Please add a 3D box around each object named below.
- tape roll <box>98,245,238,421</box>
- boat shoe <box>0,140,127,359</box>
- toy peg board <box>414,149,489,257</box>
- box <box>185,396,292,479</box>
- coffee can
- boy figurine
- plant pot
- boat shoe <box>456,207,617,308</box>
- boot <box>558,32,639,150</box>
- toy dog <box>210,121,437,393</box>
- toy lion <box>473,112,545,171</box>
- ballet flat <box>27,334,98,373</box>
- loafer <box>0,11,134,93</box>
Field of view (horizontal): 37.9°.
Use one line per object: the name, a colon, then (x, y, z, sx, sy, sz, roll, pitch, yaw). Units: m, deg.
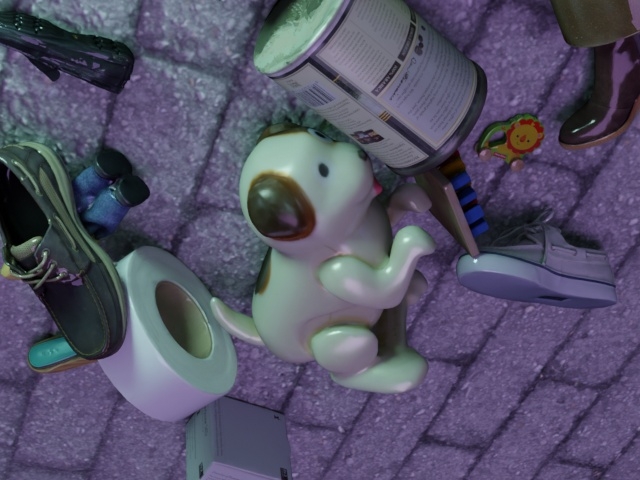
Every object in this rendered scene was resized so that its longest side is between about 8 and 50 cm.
tape roll: (-0.260, 0.154, 1.549, 0.100, 0.286, 0.286, -32, 127, 16)
boat shoe: (-0.411, 0.022, 1.386, 0.132, 0.130, 0.355, -30, 84, 23)
toy peg board: (0.220, -0.086, 1.519, 0.079, 0.160, 0.161, -32, 129, -3)
box: (-0.165, 0.424, 1.853, 0.182, 0.181, 0.119, 22, 122, -24)
coffee can: (0.073, -0.246, 1.325, 0.275, 0.201, 0.201, 33, 117, -30)
boy figurine: (-0.401, -0.014, 1.499, 0.285, 0.092, 0.177, -40, 91, 24)
plant pot: (0.376, -0.417, 1.250, 0.215, 0.215, 0.230, -30, 114, 15)
boat shoe: (0.384, 0.021, 1.637, 0.367, 0.156, 0.136, 10, 162, -31)
boot: (0.444, -0.275, 1.444, 0.248, 0.090, 0.207, -34, 124, 11)
toy dog: (0.000, 0.000, 1.507, 0.395, 0.284, 0.408, 2, 131, 16)
toy lion: (0.318, -0.168, 1.543, 0.100, 0.034, 0.096, 14, 119, -19)
ballet flat: (-0.417, 0.189, 1.703, 0.232, 0.080, 0.073, -14, 158, 6)
loafer: (-0.377, -0.263, 1.320, 0.223, 0.076, 0.078, 13, 118, -24)
